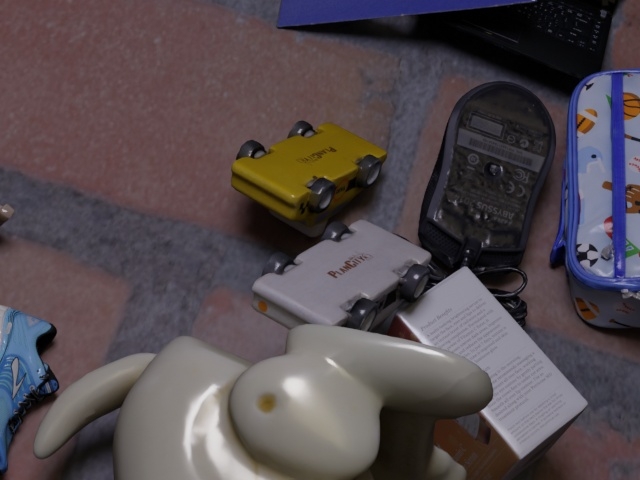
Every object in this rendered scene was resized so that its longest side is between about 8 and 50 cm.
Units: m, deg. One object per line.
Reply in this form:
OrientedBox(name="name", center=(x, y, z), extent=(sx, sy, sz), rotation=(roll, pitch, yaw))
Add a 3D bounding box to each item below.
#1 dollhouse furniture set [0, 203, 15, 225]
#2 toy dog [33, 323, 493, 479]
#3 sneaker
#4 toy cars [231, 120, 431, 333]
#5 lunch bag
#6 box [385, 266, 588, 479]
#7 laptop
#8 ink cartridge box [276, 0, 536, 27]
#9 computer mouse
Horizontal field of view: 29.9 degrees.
OrientedBox(name="dollhouse furniture set", center=(-0.424, -0.041, 1.160), extent=(0.355, 0.174, 0.303), rotation=(44, 56, -14))
OrientedBox(name="toy dog", center=(-0.069, 0.280, 0.908), extent=(0.395, 0.284, 0.408), rotation=(18, 60, 0))
OrientedBox(name="sneaker", center=(-0.273, 0.134, 1.078), extent=(0.073, 0.063, 0.162), rotation=(9, 59, -10))
OrientedBox(name="toy cars", center=(0.000, 0.000, 1.133), extent=(0.176, 0.087, 0.394), rotation=(8, 29, -14))
OrientedBox(name="lunch bag", center=(0.365, -0.046, 1.256), extent=(0.243, 0.115, 0.303), rotation=(1, 56, 13))
OrientedBox(name="box", center=(0.142, 0.136, 1.118), extent=(0.091, 0.130, 0.170), rotation=(-32, 70, -24))
OrientedBox(name="laptop", center=(0.257, -0.338, 1.411), extent=(0.234, 0.137, 0.264), rotation=(22, 41, 3))
OrientedBox(name="ink cartridge box", center=(0.101, -0.397, 1.395), extent=(0.303, 0.072, 0.307), rotation=(-3, 55, 15))
OrientedBox(name="computer mouse", center=(0.159, -0.042, 1.268), extent=(0.188, 0.072, 0.272), rotation=(23, 71, 1))
